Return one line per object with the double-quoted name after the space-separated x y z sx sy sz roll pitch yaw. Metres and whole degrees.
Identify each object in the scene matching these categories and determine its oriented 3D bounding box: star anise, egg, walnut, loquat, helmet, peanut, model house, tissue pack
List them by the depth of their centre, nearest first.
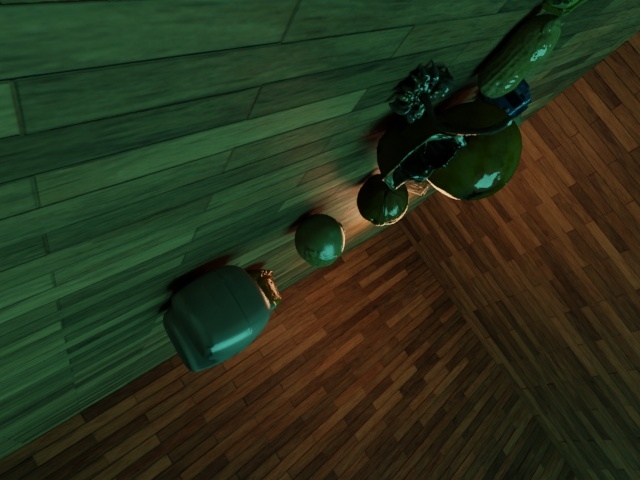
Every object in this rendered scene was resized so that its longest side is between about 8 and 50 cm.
0.236 -0.229 0.744 0.148 0.228 0.218 -26 160 -9 "star anise"
0.435 -0.401 0.924 0.098 0.090 0.214 -17 167 -24 "peanut"
0.212 -0.220 0.964 0.224 0.130 0.198 -10 153 -43 "helmet"
0.395 -0.238 1.124 0.263 0.263 0.263 -33 172 -5 "loquat"
-0.282 0.211 1.170 0.235 0.230 0.333 -28 171 -35 "tissue pack"
-0.003 0.002 1.307 0.164 0.164 0.201 -33 165 -11 "egg"
0.327 -0.233 1.334 0.207 0.136 0.219 -33 173 -3 "model house"
0.201 -0.129 1.359 0.167 0.167 0.207 -33 168 -8 "walnut"

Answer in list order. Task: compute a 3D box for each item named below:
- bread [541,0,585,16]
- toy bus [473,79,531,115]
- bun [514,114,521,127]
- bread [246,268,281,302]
0.470 -0.471 0.743 0.156 0.064 0.117 -33 168 -2 "bread"
0.541 -0.409 1.237 0.133 0.116 0.234 -37 173 24 "toy bus"
0.640 -0.402 1.577 0.287 0.146 0.287 -34 175 -4 "bun"
-0.283 0.232 1.517 0.312 0.172 0.312 -34 170 -7 "bread"
